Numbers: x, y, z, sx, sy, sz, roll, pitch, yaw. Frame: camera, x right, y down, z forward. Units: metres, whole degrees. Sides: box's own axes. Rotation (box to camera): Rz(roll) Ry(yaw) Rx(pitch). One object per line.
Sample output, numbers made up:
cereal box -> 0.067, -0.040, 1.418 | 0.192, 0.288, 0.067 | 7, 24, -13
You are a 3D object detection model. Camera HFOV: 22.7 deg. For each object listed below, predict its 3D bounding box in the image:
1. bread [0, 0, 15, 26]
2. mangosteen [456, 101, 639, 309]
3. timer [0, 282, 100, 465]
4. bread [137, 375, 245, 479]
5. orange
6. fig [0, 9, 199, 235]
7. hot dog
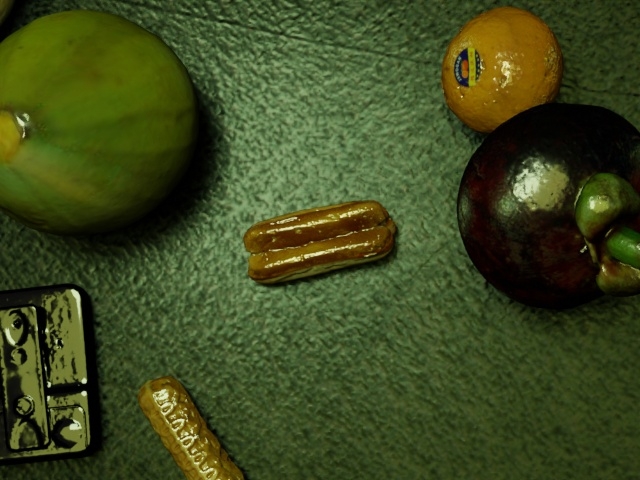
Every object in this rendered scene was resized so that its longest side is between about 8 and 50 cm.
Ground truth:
bread -> -0.478, -0.313, 1.728 | 0.305, 0.159, 0.305 | -1, 84, 6
mangosteen -> 0.248, -0.024, 1.569 | 0.216, 0.216, 0.216 | -1, 83, 7
timer -> -0.315, 0.144, 1.704 | 0.144, 0.055, 0.187 | -7, 82, 7
bread -> -0.137, 0.211, 1.678 | 0.052, 0.044, 0.157 | -35, 80, -1
orange -> 0.190, -0.174, 1.642 | 0.135, 0.117, 0.135 | 7, 99, 47
fig -> -0.253, -0.119, 1.620 | 0.239, 0.271, 0.239 | 1, 96, 13
hot dog -> 0.000, 0.000, 1.685 | 0.165, 0.045, 0.071 | -12, 80, 6
